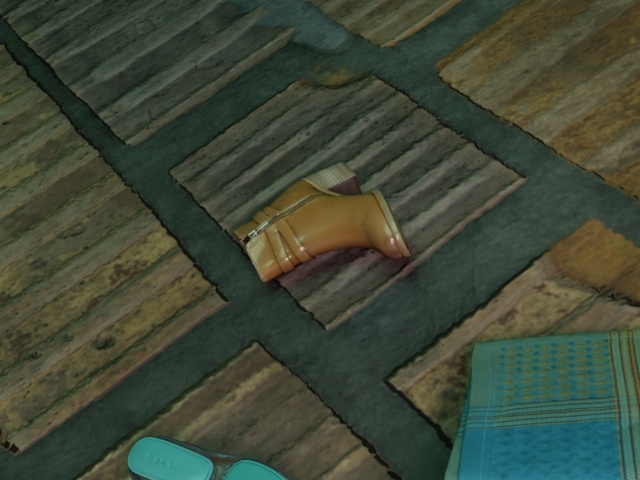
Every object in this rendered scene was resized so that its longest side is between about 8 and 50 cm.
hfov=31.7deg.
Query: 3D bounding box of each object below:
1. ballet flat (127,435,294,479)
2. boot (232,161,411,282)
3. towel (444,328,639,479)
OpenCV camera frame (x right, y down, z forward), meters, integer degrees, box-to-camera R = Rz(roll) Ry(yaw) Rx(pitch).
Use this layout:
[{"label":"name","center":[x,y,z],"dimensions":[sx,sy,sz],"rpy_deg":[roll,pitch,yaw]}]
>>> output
[{"label":"ballet flat","center":[-0.086,0.230,1.025],"dimensions":[0.203,0.074,0.074],"rpy_deg":[13,55,32]},{"label":"boot","center":[0.000,0.000,1.209],"dimensions":[0.152,0.073,0.197],"rpy_deg":[-32,32,-9]},{"label":"towel","center":[0.294,0.135,0.895],"dimensions":[0.370,0.040,0.271],"rpy_deg":[-7,19,17]}]
